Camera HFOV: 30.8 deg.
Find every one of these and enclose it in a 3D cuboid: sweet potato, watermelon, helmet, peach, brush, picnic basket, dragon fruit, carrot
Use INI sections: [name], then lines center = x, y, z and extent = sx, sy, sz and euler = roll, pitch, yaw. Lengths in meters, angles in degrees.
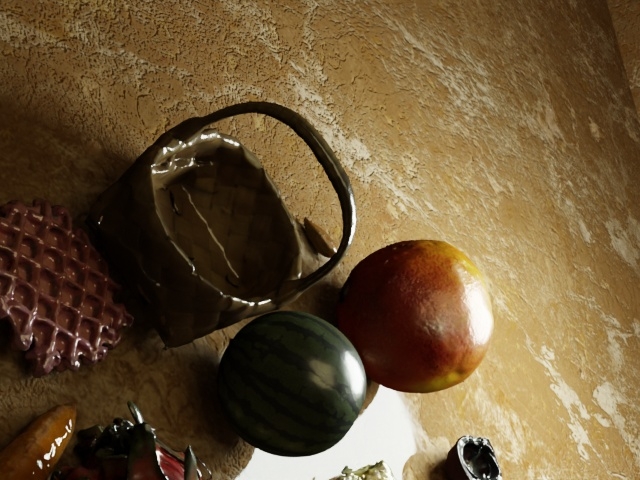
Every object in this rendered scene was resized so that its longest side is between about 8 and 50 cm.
[sweet potato]
center = 0.000, 0.000, 1.990
extent = 0.095, 0.034, 0.034
euler = 48, 34, -3
[watermelon]
center = -0.043, 0.201, 1.633
extent = 0.212, 0.212, 0.212
euler = 33, 44, -38
[helmet]
center = 0.259, 0.396, 2.036
extent = 0.123, 0.070, 0.098
euler = 7, 56, -44
[peach]
center = 0.155, 0.120, 1.931
extent = 0.281, 0.238, 0.281
euler = -4, 100, -26
[brush]
center = -0.220, 0.334, 1.449
extent = 0.248, 0.043, 0.036
euler = 55, 41, -14
[picnic basket]
center = -0.104, -0.046, 1.592
extent = 0.293, 0.337, 0.337
euler = 58, 33, -3
[dragon fruit]
center = -0.213, 0.311, 1.327
extent = 0.193, 0.192, 0.274
euler = -46, 132, -81
[carrot]
center = -0.328, 0.246, 1.334
extent = 0.072, 0.072, 0.205
euler = 54, 32, -14

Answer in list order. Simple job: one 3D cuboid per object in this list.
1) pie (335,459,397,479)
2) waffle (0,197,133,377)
[pie]
center = 0.109, 0.469, 1.778
extent = 0.128, 0.068, 0.282
euler = -15, 80, -45
[waffle]
center = -0.339, 0.054, 1.463
extent = 0.234, 0.055, 0.221
euler = 61, 31, 1
